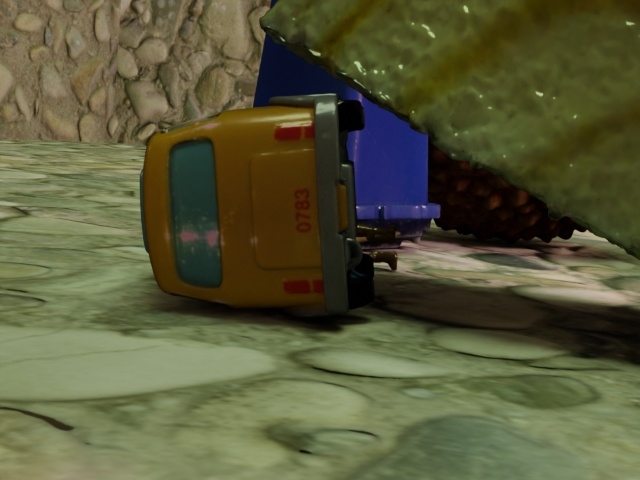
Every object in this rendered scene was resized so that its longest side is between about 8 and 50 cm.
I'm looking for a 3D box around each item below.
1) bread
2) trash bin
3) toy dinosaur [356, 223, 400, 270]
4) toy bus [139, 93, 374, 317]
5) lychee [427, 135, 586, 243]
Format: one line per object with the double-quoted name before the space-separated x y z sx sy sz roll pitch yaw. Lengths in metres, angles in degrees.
"bread" 0.187 -0.137 0.686 0.395 0.264 0.239 36 15 23
"trash bin" 0.012 -0.114 1.021 0.162 0.235 0.184 10 7 37
"toy dinosaur" 0.000 0.000 0.887 0.126 0.039 0.162 4 5 3
"toy bus" -0.037 -0.024 0.698 0.136 0.126 0.209 -4 6 4
"lychee" 0.192 -0.146 1.165 0.330 0.306 0.306 1 2 42
